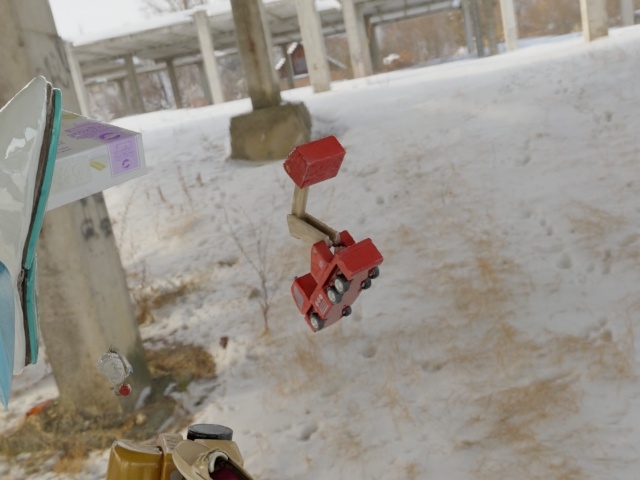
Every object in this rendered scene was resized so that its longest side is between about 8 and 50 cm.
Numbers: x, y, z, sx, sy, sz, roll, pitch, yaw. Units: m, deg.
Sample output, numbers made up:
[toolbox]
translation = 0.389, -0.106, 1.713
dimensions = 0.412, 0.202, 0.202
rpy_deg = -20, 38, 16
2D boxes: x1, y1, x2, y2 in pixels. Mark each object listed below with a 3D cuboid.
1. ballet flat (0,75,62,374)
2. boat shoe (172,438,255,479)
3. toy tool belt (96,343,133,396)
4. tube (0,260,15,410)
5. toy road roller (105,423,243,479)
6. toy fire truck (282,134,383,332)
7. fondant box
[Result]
[ballet flat]
translation = -0.361, 0.005, 0.711
dimensions = 0.139, 0.400, 0.139
rpy_deg = 15, 37, -12
[boat shoe]
translation = -0.156, 0.342, 0.996
dimensions = 0.170, 0.059, 0.063
rpy_deg = 24, 35, 27
[toy tool belt]
translation = -0.348, 0.223, 1.146
dimensions = 0.052, 0.083, 0.051
rpy_deg = -24, 15, 9
[tube]
translation = -0.240, 0.050, 0.473
dimensions = 0.052, 0.080, 0.207
rpy_deg = -21, 16, -26
[toy road roller]
translation = -0.279, 0.474, 1.240
dimensions = 0.241, 0.202, 0.329
rpy_deg = 8, -2, -17
[toy fire truck]
translation = 0.000, 0.000, 0.686
dimensions = 0.047, 0.135, 0.192
rpy_deg = -23, -22, -30
[fondant box]
translation = -0.551, -0.178, 1.330
dimensions = 0.330, 0.096, 0.238
rpy_deg = 20, 33, 31
